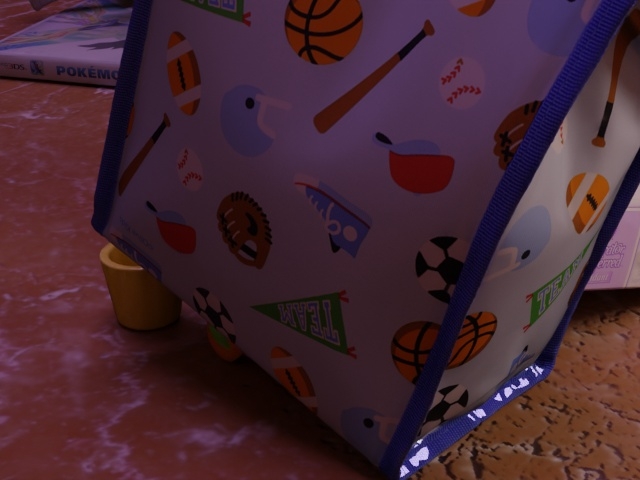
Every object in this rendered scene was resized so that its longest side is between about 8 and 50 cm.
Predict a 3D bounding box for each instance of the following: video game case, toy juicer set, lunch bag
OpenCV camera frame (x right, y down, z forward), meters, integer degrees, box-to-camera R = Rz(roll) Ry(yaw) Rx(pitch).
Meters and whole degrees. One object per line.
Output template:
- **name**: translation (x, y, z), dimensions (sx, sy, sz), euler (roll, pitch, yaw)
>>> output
- **video game case**: translation (-0.237, -0.271, 1.809), dimensions (0.299, 0.036, 0.329), euler (7, 26, 20)
- **toy juicer set**: translation (0.000, 0.000, 1.128), dimensions (0.209, 0.090, 0.329), euler (20, 33, 41)
- **lunch bag**: translation (0.048, -0.103, 0.901), dimensions (0.328, 0.385, 0.239), euler (35, 41, 25)

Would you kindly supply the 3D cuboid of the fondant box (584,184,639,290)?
- **fondant box**: translation (0.182, -0.059, 1.177), dimensions (0.238, 0.096, 0.330), euler (-2, 20, -33)

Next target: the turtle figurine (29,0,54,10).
- **turtle figurine**: translation (-0.293, -0.437, 1.860), dimensions (0.266, 0.198, 0.275), euler (-18, -19, 7)
